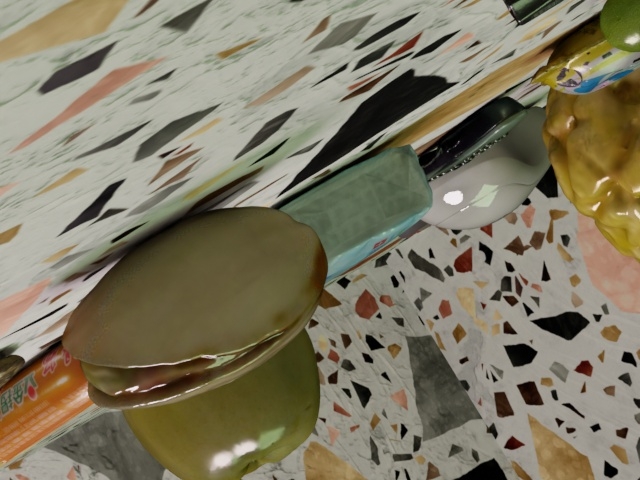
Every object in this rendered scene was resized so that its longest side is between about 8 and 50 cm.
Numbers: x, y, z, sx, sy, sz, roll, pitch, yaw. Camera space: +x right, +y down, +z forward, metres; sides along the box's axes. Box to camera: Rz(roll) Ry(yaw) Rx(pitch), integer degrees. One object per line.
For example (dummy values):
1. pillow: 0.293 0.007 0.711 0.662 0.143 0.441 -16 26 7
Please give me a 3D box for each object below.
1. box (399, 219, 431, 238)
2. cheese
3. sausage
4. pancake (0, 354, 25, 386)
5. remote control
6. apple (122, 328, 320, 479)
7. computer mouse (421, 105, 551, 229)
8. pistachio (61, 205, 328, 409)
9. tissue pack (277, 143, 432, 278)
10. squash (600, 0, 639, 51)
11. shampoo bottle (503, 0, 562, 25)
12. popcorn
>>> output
1. box: 0.198 -0.078 2.403 0.120 0.069 0.224 -35 176 36
2. cheese: 0.327 -0.214 1.655 0.250 0.064 0.156 -27 176 -27
3. sausage: -0.276 0.154 1.605 0.234 0.071 0.071 -35 175 37
4. pancake: -0.348 0.154 1.386 0.199 0.021 0.199 -31 176 -2
5. remote control: 0.175 -0.117 1.896 0.072 0.042 0.222 -29 177 -30
6. apple: -0.129 0.181 1.978 0.262 0.262 0.262 -31 176 -2
7. computer mouse: 0.241 -0.092 2.194 0.184 0.121 0.297 -35 174 30
8. pistachio: -0.093 0.052 1.220 0.215 0.144 0.144 -33 177 -15
9. tissue pack: 0.000 0.000 1.662 0.177 0.089 0.263 -28 175 -21
10. squash: 0.332 -0.234 1.405 0.201 0.066 0.066 -35 175 37
11. shampoo bottle: 0.186 -0.193 1.059 0.137 0.027 0.048 -32 168 6
12. popcorn: 0.474 -0.124 1.914 0.390 0.354 0.344 -30 -165 -38
